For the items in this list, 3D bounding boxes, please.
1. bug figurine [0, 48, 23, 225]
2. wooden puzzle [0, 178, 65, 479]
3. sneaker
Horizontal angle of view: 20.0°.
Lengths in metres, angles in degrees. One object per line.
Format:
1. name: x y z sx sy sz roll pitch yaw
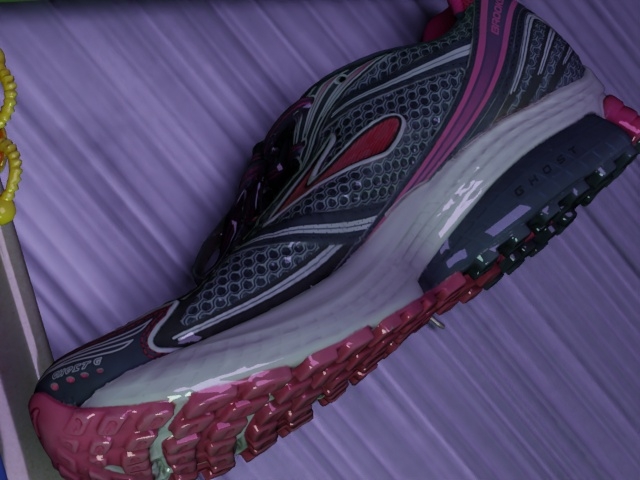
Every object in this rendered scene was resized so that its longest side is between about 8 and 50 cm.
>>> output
1. bug figurine: -0.166 0.056 0.568 0.216 0.072 0.279 2 76 -50
2. wooden puzzle: -0.238 0.015 0.610 0.348 0.080 0.322 -15 89 -47
3. sneaker: 0.000 0.000 0.747 0.299 0.121 0.112 -34 79 -32
